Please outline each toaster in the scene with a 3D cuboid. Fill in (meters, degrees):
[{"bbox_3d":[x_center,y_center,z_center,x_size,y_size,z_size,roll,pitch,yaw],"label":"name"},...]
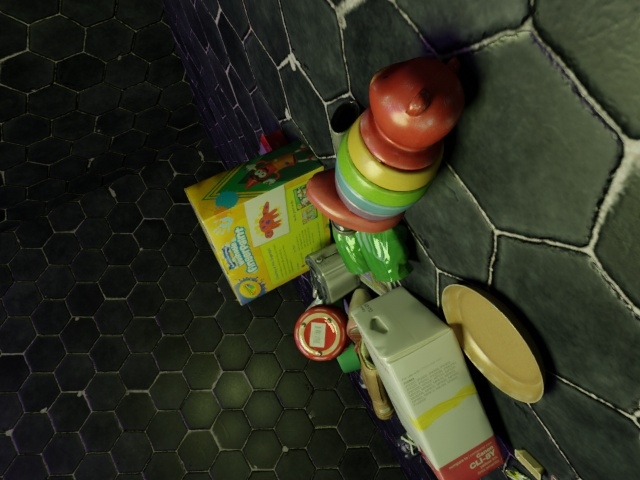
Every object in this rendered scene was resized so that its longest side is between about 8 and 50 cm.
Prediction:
[{"bbox_3d":[0.047,0.109,1.375,0.129,0.146,0.227,52,164,40],"label":"toaster"}]

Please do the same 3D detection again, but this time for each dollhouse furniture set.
[{"bbox_3d":[0.433,0.510,0.871,0.114,0.081,0.091,45,159,52],"label":"dollhouse furniture set"}]

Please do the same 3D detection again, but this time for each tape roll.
[{"bbox_3d":[0.089,0.343,1.631,0.321,0.077,0.321,-18,-90,-84],"label":"tape roll"}]

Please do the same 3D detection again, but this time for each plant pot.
[{"bbox_3d":[0.308,0.175,0.751,0.236,0.032,0.236,55,166,22],"label":"plant pot"},{"bbox_3d":[0.012,0.306,1.397,0.191,0.191,0.174,59,-179,9],"label":"plant pot"}]

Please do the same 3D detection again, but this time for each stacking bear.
[{"bbox_3d":[0.103,-0.138,0.612,0.164,0.175,0.289,45,156,9],"label":"stacking bear"}]

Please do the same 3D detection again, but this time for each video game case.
[{"bbox_3d":[0.145,0.073,1.195,0.212,0.023,0.193,36,152,60],"label":"video game case"}]

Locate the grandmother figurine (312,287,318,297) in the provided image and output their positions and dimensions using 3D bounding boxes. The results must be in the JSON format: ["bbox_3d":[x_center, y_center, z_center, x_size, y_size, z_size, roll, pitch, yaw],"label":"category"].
[{"bbox_3d":[0.068,0.336,1.931,0.342,0.104,0.208,60,140,19],"label":"grandmother figurine"}]

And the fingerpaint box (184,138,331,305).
[{"bbox_3d":[-0.168,-0.043,1.333,0.163,0.371,0.445,53,163,34],"label":"fingerpaint box"}]

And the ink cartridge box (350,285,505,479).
[{"bbox_3d":[0.245,0.339,1.007,0.385,0.160,0.279,64,175,-17],"label":"ink cartridge box"}]

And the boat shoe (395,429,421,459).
[{"bbox_3d":[0.336,0.637,1.358,0.127,0.158,0.341,53,166,30],"label":"boat shoe"}]

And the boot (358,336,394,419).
[{"bbox_3d":[0.166,0.388,1.306,0.236,0.089,0.270,-113,5,-55],"label":"boot"}]

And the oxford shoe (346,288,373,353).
[{"bbox_3d":[0.174,0.288,1.406,0.397,0.140,0.147,71,-163,-58],"label":"oxford shoe"}]

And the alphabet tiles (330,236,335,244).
[{"bbox_3d":[0.000,0.000,1.613,0.284,0.021,0.278,42,155,55],"label":"alphabet tiles"}]

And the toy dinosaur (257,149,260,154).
[{"bbox_3d":[-0.189,-0.225,1.666,0.295,0.127,0.200,35,161,38],"label":"toy dinosaur"}]

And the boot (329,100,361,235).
[{"bbox_3d":[0.055,-0.139,0.839,0.209,0.076,0.190,86,-170,-57],"label":"boot"}]

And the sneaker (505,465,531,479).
[{"bbox_3d":[0.470,0.561,0.975,0.035,0.031,0.083,50,175,-17],"label":"sneaker"}]

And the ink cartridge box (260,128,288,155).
[{"bbox_3d":[-0.141,-0.280,1.427,0.134,0.078,0.231,60,168,3],"label":"ink cartridge box"}]

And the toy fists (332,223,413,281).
[{"bbox_3d":[0.114,0.004,0.984,0.142,0.096,0.279,64,163,-12],"label":"toy fists"}]

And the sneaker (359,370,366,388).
[{"bbox_3d":[0.205,0.561,1.847,0.153,0.099,0.282,54,160,8],"label":"sneaker"}]

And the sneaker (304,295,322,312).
[{"bbox_3d":[-0.004,0.261,1.769,0.080,0.212,0.094,31,154,25],"label":"sneaker"}]
